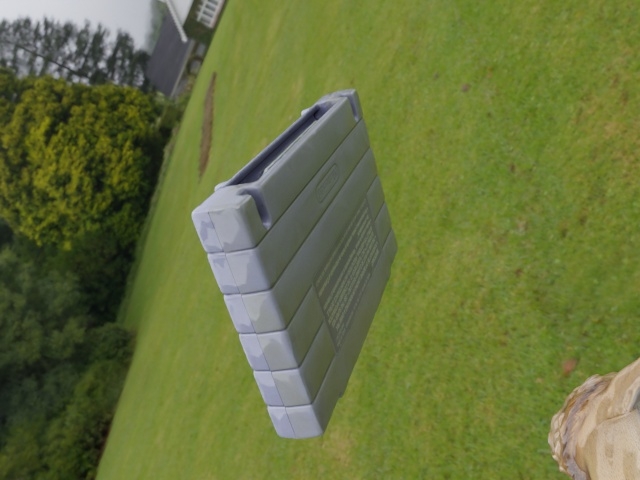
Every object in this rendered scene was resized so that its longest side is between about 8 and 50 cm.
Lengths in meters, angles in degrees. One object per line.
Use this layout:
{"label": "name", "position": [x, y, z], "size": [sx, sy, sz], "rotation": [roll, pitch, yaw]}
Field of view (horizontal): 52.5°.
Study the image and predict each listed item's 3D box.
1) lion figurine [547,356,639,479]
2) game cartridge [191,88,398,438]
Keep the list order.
{"label": "lion figurine", "position": [0.324, 0.241, 0.639], "size": [0.240, 0.142, 0.392], "rotation": [-57, -5, 26]}
{"label": "game cartridge", "position": [0.000, 0.000, 0.663], "size": [0.355, 0.068, 0.230], "rotation": [-57, -42, -59]}
